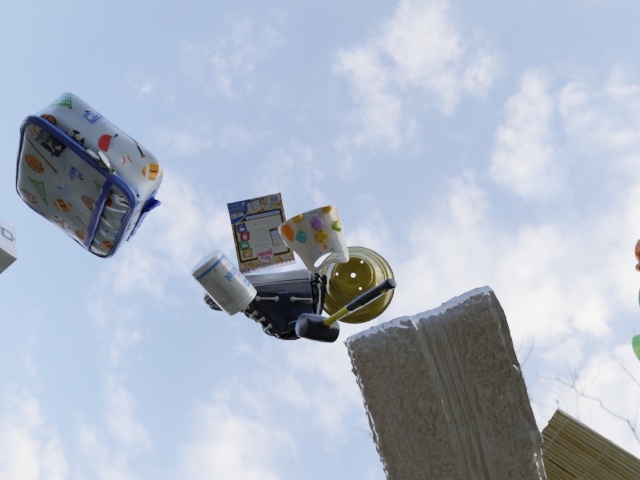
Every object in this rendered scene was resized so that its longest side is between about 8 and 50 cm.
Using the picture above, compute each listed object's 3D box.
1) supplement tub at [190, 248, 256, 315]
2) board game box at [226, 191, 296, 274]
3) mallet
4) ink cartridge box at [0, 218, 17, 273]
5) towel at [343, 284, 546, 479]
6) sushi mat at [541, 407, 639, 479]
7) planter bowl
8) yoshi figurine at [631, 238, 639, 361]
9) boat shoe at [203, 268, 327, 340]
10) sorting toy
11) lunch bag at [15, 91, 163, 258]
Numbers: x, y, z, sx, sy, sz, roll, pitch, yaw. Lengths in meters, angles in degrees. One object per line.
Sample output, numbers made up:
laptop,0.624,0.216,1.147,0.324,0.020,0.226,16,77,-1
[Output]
supplement tub,-0.175,0.075,1.029,0.071,0.071,0.107,-34,-74,25
board game box,-0.155,-0.018,1.490,0.147,0.045,0.193,-12,-109,-3
mallet,0.030,0.095,0.790,0.062,0.039,0.189,12,-34,-25
ink cartridge box,-0.760,0.015,1.309,0.104,0.180,0.060,-43,-49,-1
towel,0.149,0.211,0.649,0.187,0.049,0.282,-18,-85,-12
sushi mat,0.462,0.404,0.851,0.317,0.019,0.151,31,-90,27
planter bowl,0.087,0.101,1.486,0.217,0.090,0.217,-2,-111,4
yoshi figurine,0.592,0.172,0.872,0.203,0.361,0.203,6,-23,13
boat shoe,-0.148,0.177,1.449,0.341,0.158,0.127,-11,-28,19
sorting toy,0.000,0.000,0.718,0.083,0.045,0.075,-19,-101,-14
lunch bag,-0.409,-0.100,1.011,0.243,0.115,0.303,41,-37,-7
